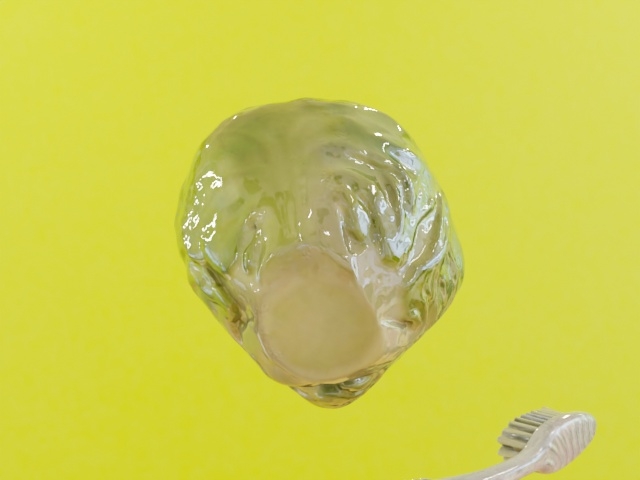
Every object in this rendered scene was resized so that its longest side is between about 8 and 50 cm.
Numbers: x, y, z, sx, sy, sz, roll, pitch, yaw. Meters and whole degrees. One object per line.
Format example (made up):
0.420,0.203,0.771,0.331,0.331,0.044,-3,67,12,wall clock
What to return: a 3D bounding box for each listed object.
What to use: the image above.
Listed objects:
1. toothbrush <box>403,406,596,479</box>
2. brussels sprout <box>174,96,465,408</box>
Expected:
0.016,0.130,0.837,0.037,0.028,0.375,12,19,37,toothbrush
0.001,-0.004,0.892,0.117,0.155,0.155,-46,-15,19,brussels sprout
